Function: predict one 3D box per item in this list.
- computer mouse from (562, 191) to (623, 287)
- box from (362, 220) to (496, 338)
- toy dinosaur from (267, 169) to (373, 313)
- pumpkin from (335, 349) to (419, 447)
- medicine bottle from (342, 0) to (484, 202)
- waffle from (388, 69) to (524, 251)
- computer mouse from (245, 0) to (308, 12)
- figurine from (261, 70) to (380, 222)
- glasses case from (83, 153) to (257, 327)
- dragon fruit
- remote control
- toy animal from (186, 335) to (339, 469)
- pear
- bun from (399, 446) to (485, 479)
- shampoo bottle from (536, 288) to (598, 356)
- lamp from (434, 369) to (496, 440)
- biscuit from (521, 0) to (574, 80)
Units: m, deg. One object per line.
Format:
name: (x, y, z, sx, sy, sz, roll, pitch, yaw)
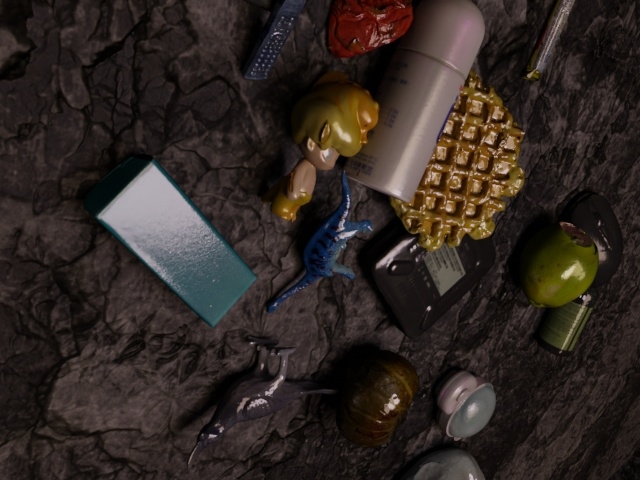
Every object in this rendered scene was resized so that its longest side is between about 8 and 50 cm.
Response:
computer mouse: (0.714, 0.006, 1.711, 0.137, 0.086, 0.270, -30, 112, -22)
box: (0.238, 0.043, 1.403, 0.289, 0.073, 0.290, -41, 134, -11)
toy dinosaur: (0.017, 0.007, 1.197, 0.144, 0.076, 0.329, -3, 135, -43)
pumpkin: (0.113, 0.333, 1.432, 0.219, 0.162, 0.219, -48, 160, -24)
medicine bottle: (0.160, -0.241, 1.102, 0.130, 0.130, 0.341, 19, 96, -44)
waffle: (0.253, -0.145, 1.251, 0.302, 0.068, 0.325, -38, 116, -9)
computer mouse: (-0.084, -0.391, 0.852, 0.295, 0.087, 0.168, 8, 115, -44)
figurine: (-0.005, -0.146, 1.053, 0.246, 0.131, 0.156, -58, 170, 5)
glasses case: (-0.220, 0.005, 1.015, 0.117, 0.070, 0.301, -47, 134, -13)
dragon fruit: (0.083, -0.355, 1.021, 0.162, 0.083, 0.106, -35, 131, -14)
remote control: (-0.065, -0.292, 0.938, 0.043, 0.027, 0.153, -17, 151, -45)
toy animal: (-0.103, 0.276, 1.274, 0.366, 0.081, 0.206, -17, 123, -40)
pear: (0.572, 0.072, 1.628, 0.187, 0.187, 0.220, 4, 126, -41)
bun: (0.333, 0.744, 1.844, 0.354, 0.194, 0.355, -22, 129, -30)
shampoo bottle: (0.705, 0.182, 1.855, 0.101, 0.101, 0.284, 4, 114, -41)
lamp: (0.386, 0.435, 1.753, 0.179, 0.108, 0.246, -46, 136, -12)
biscuit: (0.476, -0.456, 1.314, 0.048, 0.026, 0.292, 8, 111, -38)
